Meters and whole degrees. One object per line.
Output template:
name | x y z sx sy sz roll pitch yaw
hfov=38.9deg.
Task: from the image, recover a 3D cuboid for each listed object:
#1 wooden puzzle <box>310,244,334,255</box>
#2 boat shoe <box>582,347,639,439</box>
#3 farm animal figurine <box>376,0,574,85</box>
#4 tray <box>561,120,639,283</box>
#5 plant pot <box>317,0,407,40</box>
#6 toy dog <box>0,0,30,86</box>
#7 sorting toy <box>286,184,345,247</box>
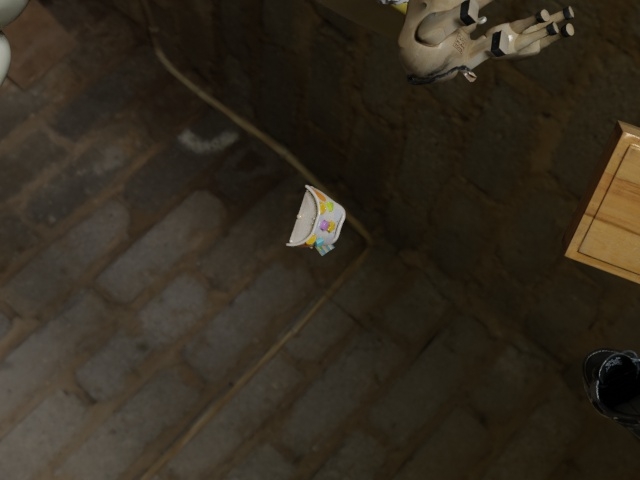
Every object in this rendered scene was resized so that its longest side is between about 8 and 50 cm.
wooden puzzle | 0.000 0.000 1.607 0.006 0.049 0.083 -39 177 31
boat shoe | 0.488 0.233 1.428 0.127 0.113 0.340 -31 -162 9
farm animal figurine | 0.183 -0.323 1.243 0.172 0.330 0.327 -19 -146 41
tray | 0.582 -0.003 1.300 0.076 0.410 0.203 -65 175 -66
plant pot | 0.134 -0.470 1.578 0.212 0.187 0.212 -54 -164 -9
toy dog | -0.497 -0.289 1.133 0.408 0.284 0.395 -34 -143 32
sorting toy | 0.003 -0.023 1.194 0.075 0.045 0.083 11 99 -53
